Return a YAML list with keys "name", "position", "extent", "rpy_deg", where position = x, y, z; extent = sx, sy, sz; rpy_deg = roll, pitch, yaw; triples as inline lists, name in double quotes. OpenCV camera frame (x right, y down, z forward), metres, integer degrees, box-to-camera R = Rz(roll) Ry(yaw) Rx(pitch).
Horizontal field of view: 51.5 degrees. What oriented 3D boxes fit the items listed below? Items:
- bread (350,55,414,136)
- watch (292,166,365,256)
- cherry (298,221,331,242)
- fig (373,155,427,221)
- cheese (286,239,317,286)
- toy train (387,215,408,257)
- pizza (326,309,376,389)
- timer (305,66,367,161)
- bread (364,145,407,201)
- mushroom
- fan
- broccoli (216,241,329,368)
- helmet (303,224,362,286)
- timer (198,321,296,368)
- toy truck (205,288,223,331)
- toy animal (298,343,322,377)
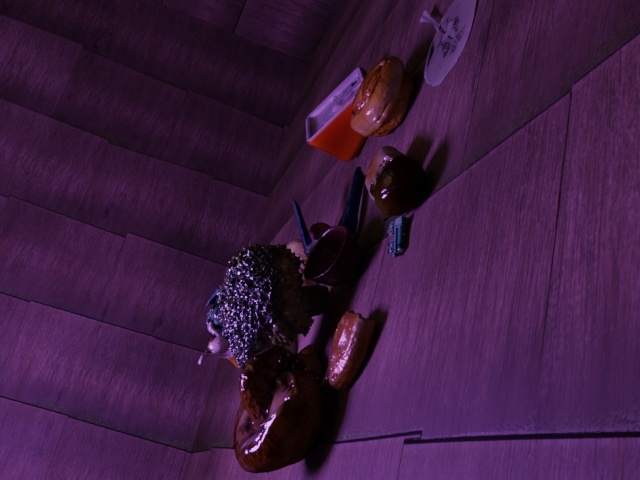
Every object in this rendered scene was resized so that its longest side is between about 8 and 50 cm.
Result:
- name: "bread"
  position: [0.160, -0.372, 1.753]
  extent: [0.236, 0.120, 0.198]
  rpy_deg: [166, 124, -76]
- name: "watch"
  position: [-0.002, -0.055, 1.865]
  extent: [0.276, 0.068, 0.274]
  rpy_deg: [-26, 41, 37]
- name: "cherry"
  position: [0.002, 0.006, 1.949]
  extent: [0.106, 0.087, 0.126]
  rpy_deg: [-66, 31, 18]
- name: "fig"
  position: [0.159, -0.099, 1.385]
  extent: [0.109, 0.103, 0.154]
  rpy_deg: [-35, -25, -35]
- name: "cheese"
  position: [-0.076, 0.113, 2.066]
  extent: [0.226, 0.117, 0.214]
  rpy_deg: [132, 149, -51]
- name: "toy train"
  position: [0.164, -0.007, 1.385]
  extent: [0.045, 0.029, 0.092]
  rpy_deg: [-35, 38, 44]
- name: "pizza"
  position: [0.061, 0.224, 1.419]
  extent: [0.161, 0.062, 0.182]
  rpy_deg: [-134, 59, -69]
- name: "timer"
  position: [0.082, -0.407, 2.083]
  extent: [0.250, 0.161, 0.257]
  rpy_deg: [-57, 16, 22]
- name: "bread"
  position: [0.156, -0.150, 1.502]
  extent: [0.177, 0.084, 0.119]
  rpy_deg: [-101, 34, -69]
- name: "mushroom"
  position: [-0.091, 0.379, 1.503]
  extent: [0.263, 0.195, 0.283]
  rpy_deg: [-156, 69, -70]
- name: "fan"
  position: [0.297, -0.513, 1.615]
  extent: [0.414, 0.012, 0.233]
  rpy_deg: [-97, 30, -59]
- name: "broccoli"
  position: [-0.113, 0.194, 1.700]
  extent: [0.249, 0.302, 0.375]
  rpy_deg: [-127, 39, -74]
- name: "helmet"
  position: [0.049, 0.049, 1.619]
  extent: [0.175, 0.106, 0.155]
  rpy_deg: [-37, 29, 51]
- name: "timer"
  position: [-0.224, 0.344, 1.982]
  extent: [0.175, 0.266, 0.175]
  rpy_deg: [-161, 90, -78]
- name: "toy truck"
  position: [-0.236, 0.250, 2.165]
  extent: [0.156, 0.279, 0.155]
  rpy_deg: [-66, 8, -26]
- name: "toy animal"
  position: [-0.035, 0.300, 1.680]
  extent: [0.070, 0.083, 0.159]
  rpy_deg: [-58, 7, 20]
